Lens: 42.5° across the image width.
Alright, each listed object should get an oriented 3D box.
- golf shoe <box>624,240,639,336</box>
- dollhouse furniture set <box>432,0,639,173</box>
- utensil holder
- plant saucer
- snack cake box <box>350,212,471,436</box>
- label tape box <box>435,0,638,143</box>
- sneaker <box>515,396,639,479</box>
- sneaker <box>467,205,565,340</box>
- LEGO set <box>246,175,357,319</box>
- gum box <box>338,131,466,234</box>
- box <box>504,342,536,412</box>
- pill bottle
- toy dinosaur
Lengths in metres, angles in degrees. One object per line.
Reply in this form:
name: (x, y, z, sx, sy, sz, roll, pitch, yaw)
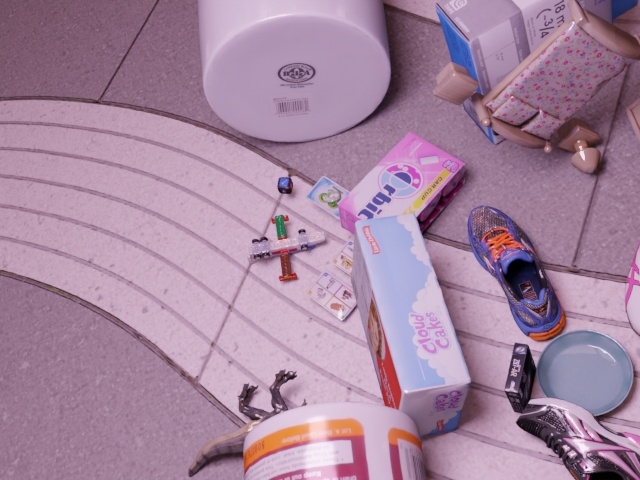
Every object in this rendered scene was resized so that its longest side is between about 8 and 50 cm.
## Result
golf shoe: (0.437, 0.037, 1.074, 0.068, 0.086, 0.186, 6, 64, 23)
dollhouse furniture set: (0.386, -0.191, 1.062, 0.303, 0.356, 0.173, -45, 41, 41)
utensil holder: (-0.052, -0.410, 1.399, 0.328, 0.327, 0.385, -14, 57, 13)
plant saucer: (0.342, 0.174, 1.066, 0.119, 0.021, 0.119, -10, 57, 15)
snack cake box: (0.113, 0.113, 1.103, 0.089, 0.152, 0.264, -9, 55, -8)
label tape box: (0.360, -0.328, 1.232, 0.334, 0.240, 0.106, -31, 54, 2)
sneaker: (0.315, 0.253, 0.987, 0.178, 0.072, 0.077, 19, 53, 31)
sneaker: (0.271, 0.029, 1.144, 0.083, 0.087, 0.221, -29, 54, 2)
LEGO set: (0.000, 0.000, 1.306, 0.244, 0.060, 0.182, 34, 75, 23)
gum box: (0.129, -0.073, 1.256, 0.107, 0.062, 0.188, 34, 67, 25)
box: (0.258, 0.178, 1.059, 0.018, 0.083, 0.067, 6, 62, 26)
pill bottle: (0.028, 0.404, 0.926, 0.224, 0.224, 0.392, -14, 55, 13)
toy dinosaur: (-0.074, 0.253, 1.162, 0.268, 0.064, 0.118, -14, 63, 17)
